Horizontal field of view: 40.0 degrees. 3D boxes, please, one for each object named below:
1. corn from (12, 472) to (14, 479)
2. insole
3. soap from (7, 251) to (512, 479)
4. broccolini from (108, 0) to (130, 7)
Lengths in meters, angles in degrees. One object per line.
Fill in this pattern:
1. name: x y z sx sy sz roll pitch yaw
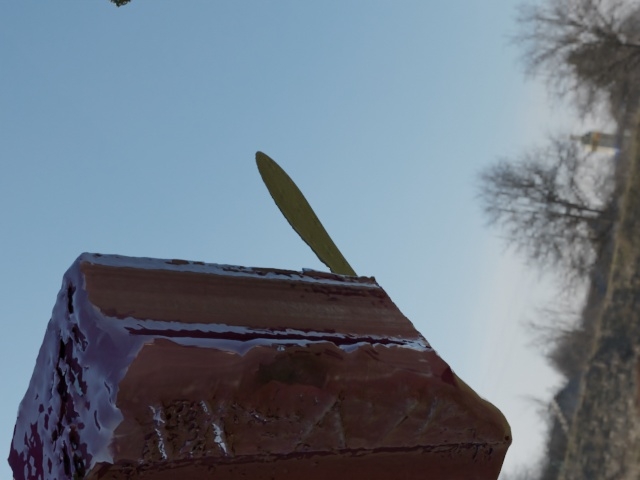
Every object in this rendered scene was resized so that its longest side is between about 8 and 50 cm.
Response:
1. corn: -0.327 0.319 1.269 0.081 0.248 0.081 -15 -90 -74
2. insole: 0.000 0.000 1.241 0.322 0.007 0.109 53 -158 -25
3. soap: -0.021 0.128 0.561 0.324 0.127 0.220 8 -59 -32
4. broccolini: -0.400 -0.526 1.588 0.067 0.058 0.216 -73 -33 -46
